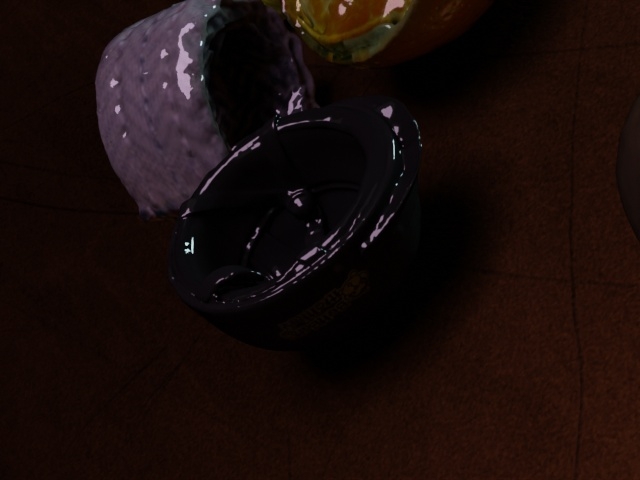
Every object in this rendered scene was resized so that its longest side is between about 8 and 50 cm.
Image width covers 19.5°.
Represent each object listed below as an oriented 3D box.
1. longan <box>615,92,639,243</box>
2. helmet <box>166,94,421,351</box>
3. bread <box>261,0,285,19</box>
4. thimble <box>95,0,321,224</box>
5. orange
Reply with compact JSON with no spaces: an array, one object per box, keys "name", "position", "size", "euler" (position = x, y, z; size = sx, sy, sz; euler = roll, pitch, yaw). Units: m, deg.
[{"name":"longan","position":[0.332,-0.051,1.369],"size":[0.215,0.246,0.246],"euler":[-60,28,28]},{"name":"helmet","position":[0.000,0.000,1.773],"size":[0.279,0.160,0.230],"euler":[-29,40,11]},{"name":"bread","position":[-0.115,-0.373,2.277],"size":[0.166,0.112,0.383],"euler":[-57,33,-3]},{"name":"thimble","position":[-0.117,-0.140,1.986],"size":[0.157,0.217,0.245],"euler":[-18,61,42]},{"name":"orange","position":[0.103,-0.320,1.896],"size":[0.262,0.196,0.334],"euler":[-36,31,49]}]
